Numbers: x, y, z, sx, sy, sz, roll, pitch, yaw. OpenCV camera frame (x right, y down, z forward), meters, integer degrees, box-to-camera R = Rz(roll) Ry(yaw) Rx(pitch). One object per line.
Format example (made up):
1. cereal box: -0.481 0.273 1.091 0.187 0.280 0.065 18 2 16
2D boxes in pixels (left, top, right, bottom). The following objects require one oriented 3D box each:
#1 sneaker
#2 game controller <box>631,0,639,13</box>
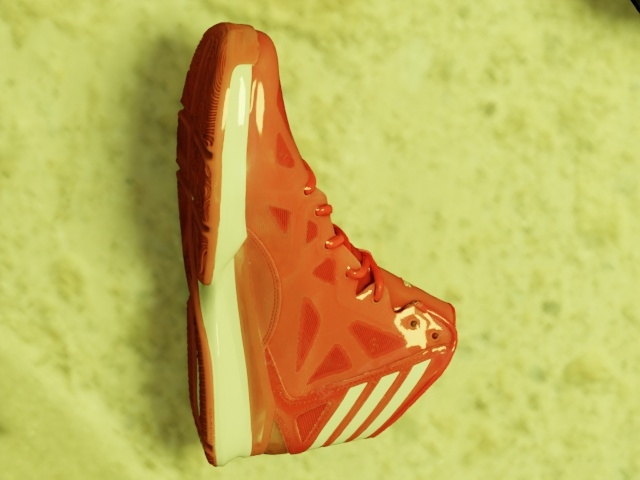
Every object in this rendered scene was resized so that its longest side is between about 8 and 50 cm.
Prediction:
1. sneaker: 0.000 0.000 0.846 0.128 0.087 0.221 -4 117 -13
2. game controller: 0.214 -0.243 0.765 0.166 0.067 0.319 1 105 9
